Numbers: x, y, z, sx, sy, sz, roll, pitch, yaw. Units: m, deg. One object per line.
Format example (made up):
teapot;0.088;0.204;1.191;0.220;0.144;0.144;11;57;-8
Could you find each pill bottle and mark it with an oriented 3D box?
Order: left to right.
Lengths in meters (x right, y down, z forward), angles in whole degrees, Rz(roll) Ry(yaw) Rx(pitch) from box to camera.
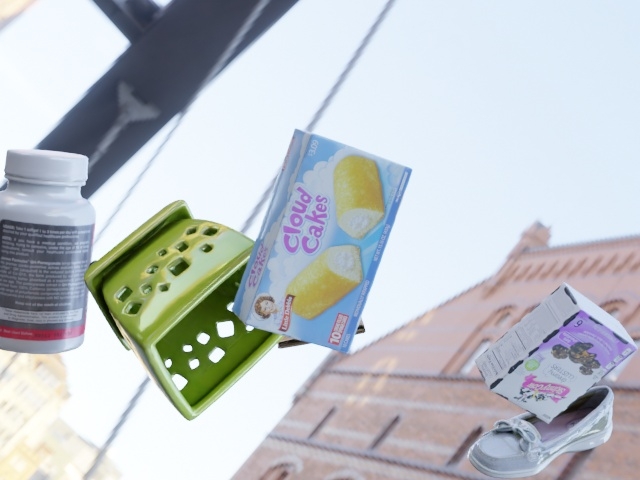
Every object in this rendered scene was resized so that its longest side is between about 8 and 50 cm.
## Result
pill bottle;-0.462;0.014;1.752;0.176;0.318;0.176;7;7;-1

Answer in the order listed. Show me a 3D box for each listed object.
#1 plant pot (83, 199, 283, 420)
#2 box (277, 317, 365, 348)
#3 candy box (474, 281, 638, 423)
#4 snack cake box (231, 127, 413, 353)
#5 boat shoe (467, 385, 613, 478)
plant pot;-0.207;0.090;1.595;0.207;0.227;0.228;36;-23;33
box;-0.011;0.135;2.041;0.201;0.164;0.021;-107;-174;-63
candy box;0.372;0.182;1.690;0.165;0.196;0.070;31;23;-35
snack cake box;0.000;0.000;1.424;0.152;0.264;0.089;17;5;-20
boat shoe;0.424;0.361;2.039;0.118;0.320;0.103;-133;-143;-53
